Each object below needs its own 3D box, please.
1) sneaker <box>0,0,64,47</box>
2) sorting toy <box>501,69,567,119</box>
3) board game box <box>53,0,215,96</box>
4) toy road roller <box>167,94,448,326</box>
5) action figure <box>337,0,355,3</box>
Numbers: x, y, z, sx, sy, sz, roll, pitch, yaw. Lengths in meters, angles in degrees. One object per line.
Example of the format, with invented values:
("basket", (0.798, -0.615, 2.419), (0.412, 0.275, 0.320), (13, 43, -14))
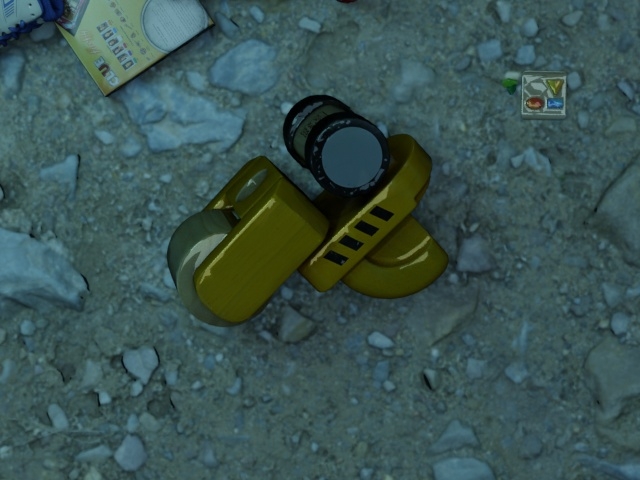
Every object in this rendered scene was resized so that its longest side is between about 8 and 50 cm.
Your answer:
("sneaker", (-0.376, -0.271, 1.656), (0.131, 0.112, 0.296), (32, 112, 2))
("sorting toy", (0.268, -0.183, 1.778), (0.083, 0.012, 0.062), (1, 96, -3))
("board game box", (-0.263, -0.320, 1.722), (0.165, 0.042, 0.243), (-33, 97, 1))
("toy road roller", (0.000, 0.000, 1.695), (0.329, 0.202, 0.240), (-44, 107, 1))
("action figure", (-0.036, -0.327, 1.674), (0.281, 0.139, 0.091), (-2, 92, -17))
